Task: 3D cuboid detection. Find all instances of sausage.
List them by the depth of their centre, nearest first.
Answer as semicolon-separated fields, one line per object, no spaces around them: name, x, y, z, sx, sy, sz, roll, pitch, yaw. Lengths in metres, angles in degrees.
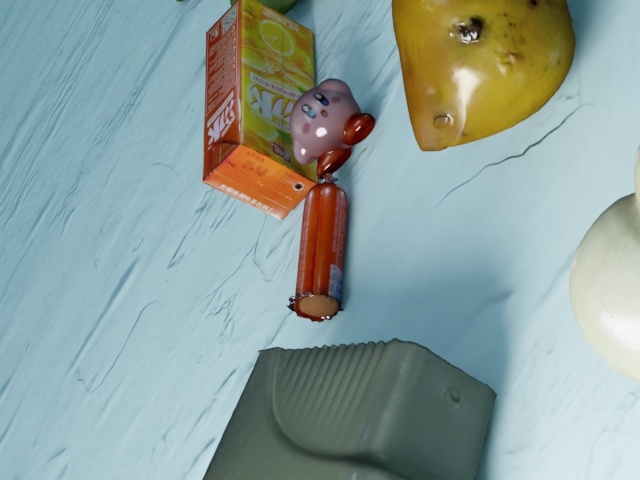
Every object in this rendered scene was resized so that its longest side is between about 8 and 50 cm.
sausage;0.000;0.000;1.447;0.048;0.050;0.145;81;-168;-56

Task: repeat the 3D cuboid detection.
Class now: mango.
mango;0.125;-0.184;1.276;0.136;0.166;0.236;-10;21;8

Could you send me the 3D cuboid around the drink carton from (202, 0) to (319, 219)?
drink carton;-0.060;-0.135;1.606;0.071;0.096;0.223;-42;35;36

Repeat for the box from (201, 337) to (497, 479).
box;0.013;0.173;1.196;0.274;0.138;0.178;-10;55;57

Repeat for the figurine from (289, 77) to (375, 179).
figurine;0.005;-0.106;1.502;0.083;0.071;0.067;-47;-14;9

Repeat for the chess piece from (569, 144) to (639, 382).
chess piece;0.252;-0.047;0.942;0.300;0.167;0.167;-57;28;24

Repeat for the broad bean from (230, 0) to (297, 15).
broad bean;-0.040;-0.302;1.724;0.174;0.082;0.124;-20;53;52
